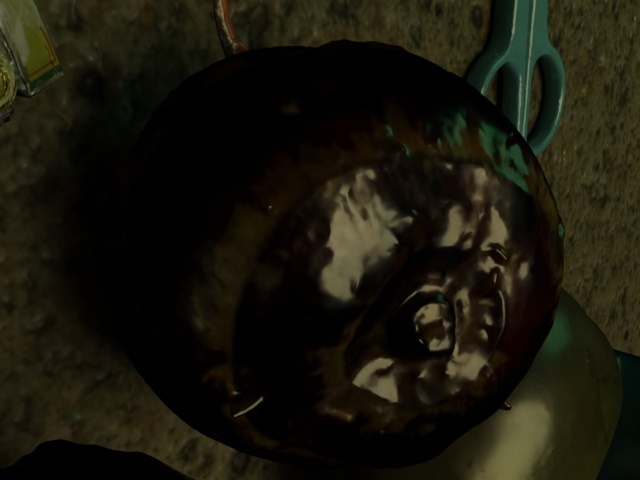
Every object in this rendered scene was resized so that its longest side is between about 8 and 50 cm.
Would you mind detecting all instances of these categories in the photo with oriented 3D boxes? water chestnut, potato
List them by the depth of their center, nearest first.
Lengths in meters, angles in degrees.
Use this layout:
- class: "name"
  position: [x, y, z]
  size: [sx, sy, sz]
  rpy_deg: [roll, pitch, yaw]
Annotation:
- class: "water chestnut"
  position: [0.000, 0.000, 0.598]
  size: [0.300, 0.300, 0.300]
  rpy_deg: [-19, 115, -46]
- class: "potato"
  position: [0.134, 0.153, 0.808]
  size: [0.326, 0.221, 0.243]
  rpy_deg: [-32, 126, -36]

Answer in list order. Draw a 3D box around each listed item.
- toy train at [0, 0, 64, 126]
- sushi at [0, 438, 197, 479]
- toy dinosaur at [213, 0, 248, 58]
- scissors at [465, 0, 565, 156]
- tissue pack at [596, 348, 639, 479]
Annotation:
- class: "toy train"
  position: [-0.191, -0.153, 0.450]
  size: [0.081, 0.060, 0.202]
  rpy_deg: [-47, 135, -39]
- class: "sushi"
  position: [-0.163, 0.275, 0.439]
  size: [0.294, 0.299, 0.281]
  rpy_deg: [-33, 102, -43]
- class: "toy dinosaur"
  position: [-0.031, -0.253, 0.604]
  size: [0.101, 0.055, 0.280]
  rpy_deg: [1, 85, -43]
- class: "scissors"
  position: [0.204, -0.295, 0.905]
  size: [0.192, 0.029, 0.447]
  rpy_deg: [-20, 116, -46]
- class: "tissue pack"
  position: [0.418, 0.262, 1.128]
  size: [0.206, 0.287, 0.198]
  rpy_deg: [47, 65, -45]
